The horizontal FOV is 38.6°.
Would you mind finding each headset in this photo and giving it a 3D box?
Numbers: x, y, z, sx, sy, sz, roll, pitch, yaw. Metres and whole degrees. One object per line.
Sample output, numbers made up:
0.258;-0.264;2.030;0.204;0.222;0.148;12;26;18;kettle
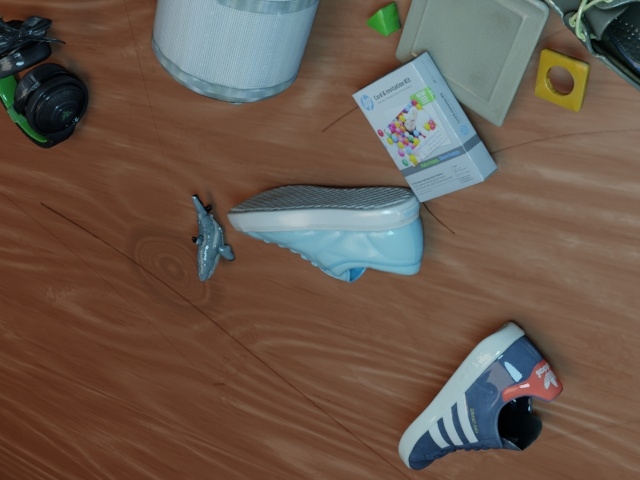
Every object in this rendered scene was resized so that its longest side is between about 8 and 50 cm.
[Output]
-0.572;-0.309;1.740;0.243;0.185;0.394;54;150;1;headset

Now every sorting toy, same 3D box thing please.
0.195;-0.264;1.165;0.348;0.047;0.196;39;142;22;sorting toy

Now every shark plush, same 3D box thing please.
-0.208;-0.006;1.682;0.073;0.067;0.161;25;130;30;shark plush

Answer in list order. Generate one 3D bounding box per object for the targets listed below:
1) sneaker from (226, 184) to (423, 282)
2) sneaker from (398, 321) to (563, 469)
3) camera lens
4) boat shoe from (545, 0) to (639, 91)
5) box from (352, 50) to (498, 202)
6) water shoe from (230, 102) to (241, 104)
0.000;0.000;1.445;0.366;0.135;0.150;5;115;42;sneaker
0.243;0.283;1.401;0.148;0.131;0.350;45;137;18;sneaker
-0.111;-0.346;1.262;0.219;0.219;0.274;38;136;19;camera lens
0.336;-0.247;1.009;0.305;0.091;0.109;43;137;14;boat shoe
0.142;-0.151;1.260;0.186;0.038;0.145;58;149;-9;box
-0.183;-0.305;1.460;0.073;0.080;0.203;-5;111;45;water shoe
